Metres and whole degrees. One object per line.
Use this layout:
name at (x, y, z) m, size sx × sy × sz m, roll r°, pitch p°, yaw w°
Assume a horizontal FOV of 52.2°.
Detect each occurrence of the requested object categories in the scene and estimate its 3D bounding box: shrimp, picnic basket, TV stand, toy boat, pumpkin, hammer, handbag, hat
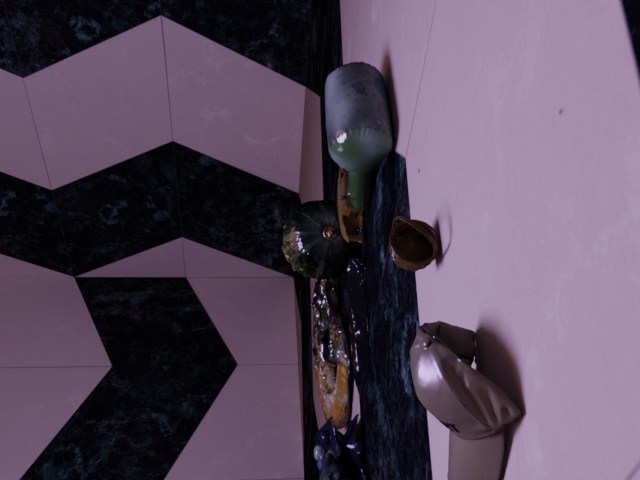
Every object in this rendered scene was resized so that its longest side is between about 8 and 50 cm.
shrimp at (0.029, 0.271, 1.741) m, size 0.272 × 0.085 × 0.446 m, roll 114°, pitch 153°, yaw -63°
picnic basket at (0.124, -0.002, 0.853) m, size 0.083 × 0.071 × 0.072 m, roll 81°, pitch -174°, yaw -65°
TV stand at (0.082, 0.162, 1.418) m, size 0.042 × 0.036 × 0.249 m, roll 110°, pitch 159°, yaw -70°
toy boat at (0.071, -0.084, 1.460) m, size 0.077 × 0.057 × 0.201 m, roll 113°, pitch 158°, yaw -61°
pumpkin at (0.000, -0.002, 1.529) m, size 0.146 × 0.190 × 0.191 m, roll 113°, pitch 158°, yaw -59°
hammer at (0.070, -0.166, 1.276) m, size 0.336 × 0.118 × 0.207 m, roll 88°, pitch -179°, yaw -56°
handbag at (0.042, 0.563, 1.439) m, size 0.269 × 0.118 × 0.326 m, roll 102°, pitch 165°, yaw -60°
hat at (0.133, 0.181, 0.667) m, size 0.147 × 0.084 × 0.175 m, roll -111°, pitch 23°, yaw -72°
